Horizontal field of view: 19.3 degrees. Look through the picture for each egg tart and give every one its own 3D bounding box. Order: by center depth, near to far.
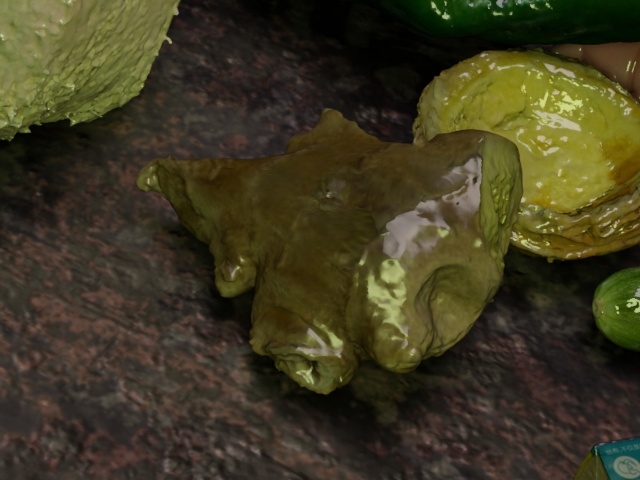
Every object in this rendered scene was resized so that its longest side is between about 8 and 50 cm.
[{"bbox_3d":[0.166,-0.056,1.421,0.213,0.090,0.212,8,44,-8],"label":"egg tart"}]

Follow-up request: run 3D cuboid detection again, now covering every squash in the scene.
[{"bbox_3d":[0.306,0.050,1.370,0.229,0.066,0.066,-1,47,-14],"label":"squash"}]

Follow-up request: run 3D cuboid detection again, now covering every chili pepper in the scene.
[{"bbox_3d":[0.108,-0.245,1.477,0.385,0.213,0.167,12,58,27],"label":"chili pepper"}]

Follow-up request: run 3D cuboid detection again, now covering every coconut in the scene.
[{"bbox_3d":[-0.225,-0.244,1.332,0.297,0.309,0.297,15,38,-12],"label":"coconut"}]

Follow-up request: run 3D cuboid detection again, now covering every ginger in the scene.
[{"bbox_3d":[0.000,0.000,1.312,0.270,0.123,0.219,4,61,26],"label":"ginger"}]

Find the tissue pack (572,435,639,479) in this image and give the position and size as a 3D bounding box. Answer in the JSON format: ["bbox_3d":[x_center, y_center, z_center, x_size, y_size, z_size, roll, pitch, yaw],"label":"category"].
[{"bbox_3d":[0.258,0.185,1.217,0.169,0.082,0.120,-7,48,-19],"label":"tissue pack"}]

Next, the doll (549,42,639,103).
[{"bbox_3d":[0.289,-0.182,1.570,0.211,0.093,0.262,12,46,3],"label":"doll"}]
